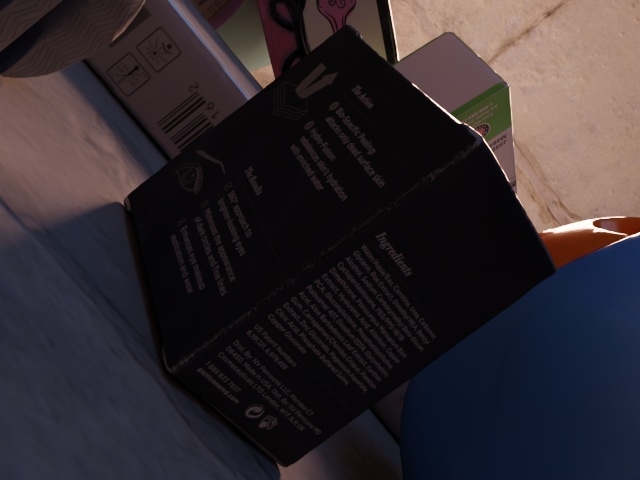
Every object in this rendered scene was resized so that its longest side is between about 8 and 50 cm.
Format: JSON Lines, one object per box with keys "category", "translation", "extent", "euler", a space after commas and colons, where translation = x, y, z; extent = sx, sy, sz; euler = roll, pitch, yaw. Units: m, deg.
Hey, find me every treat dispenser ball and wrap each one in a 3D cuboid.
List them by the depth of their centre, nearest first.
{"category": "treat dispenser ball", "translation": [0.194, 0.128, 0.506], "extent": [0.288, 0.288, 0.288], "euler": [52, 4, -5]}

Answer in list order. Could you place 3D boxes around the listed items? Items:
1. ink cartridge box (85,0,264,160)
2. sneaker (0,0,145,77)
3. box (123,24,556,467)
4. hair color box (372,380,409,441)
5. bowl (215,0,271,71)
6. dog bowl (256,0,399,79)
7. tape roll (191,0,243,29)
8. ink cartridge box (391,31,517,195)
{"category": "ink cartridge box", "translation": [-0.143, -0.183, 0.809], "extent": [0.308, 0.091, 0.385], "euler": [50, 5, -17]}
{"category": "sneaker", "translation": [-0.191, -0.196, 0.303], "extent": [0.182, 0.127, 0.315], "euler": [50, -3, 14]}
{"category": "box", "translation": [0.000, -0.005, 0.406], "extent": [0.093, 0.158, 0.156], "euler": [49, 6, -36]}
{"category": "hair color box", "translation": [0.122, 0.090, 0.746], "extent": [0.374, 0.185, 0.113], "euler": [52, 5, -10]}
{"category": "bowl", "translation": [-0.199, -0.381, 1.332], "extent": [0.312, 0.163, 0.311], "euler": [53, 4, -5]}
{"category": "dog bowl", "translation": [0.006, -0.305, 1.082], "extent": [0.408, 0.150, 0.408], "euler": [-11, 90, -86]}
{"category": "tape roll", "translation": [-0.183, -0.349, 1.070], "extent": [0.080, 0.189, 0.189], "euler": [53, 4, 17]}
{"category": "ink cartridge box", "translation": [0.114, -0.067, 0.941], "extent": [0.115, 0.198, 0.273], "euler": [54, -6, 35]}
